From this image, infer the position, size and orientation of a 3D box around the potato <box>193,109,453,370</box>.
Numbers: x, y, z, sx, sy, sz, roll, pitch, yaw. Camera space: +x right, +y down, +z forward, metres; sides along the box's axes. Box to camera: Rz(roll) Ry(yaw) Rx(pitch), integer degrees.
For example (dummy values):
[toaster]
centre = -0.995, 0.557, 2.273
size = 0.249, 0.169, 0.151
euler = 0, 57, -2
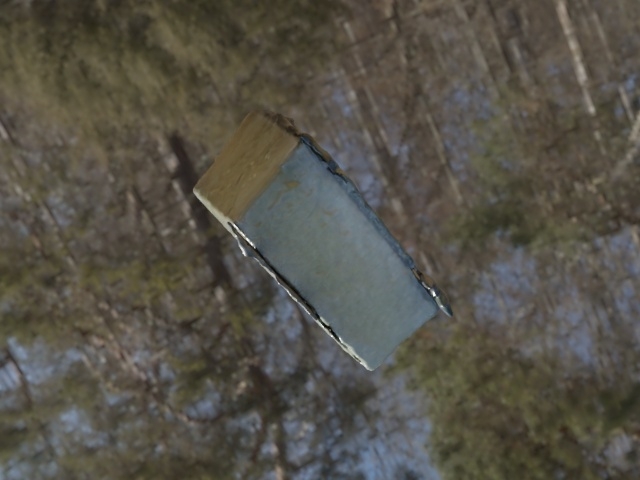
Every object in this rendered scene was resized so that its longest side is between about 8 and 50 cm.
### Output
[potato]
centre = 0.001, 0.001, 0.616
size = 0.061, 0.122, 0.086
euler = -42, -154, -2
